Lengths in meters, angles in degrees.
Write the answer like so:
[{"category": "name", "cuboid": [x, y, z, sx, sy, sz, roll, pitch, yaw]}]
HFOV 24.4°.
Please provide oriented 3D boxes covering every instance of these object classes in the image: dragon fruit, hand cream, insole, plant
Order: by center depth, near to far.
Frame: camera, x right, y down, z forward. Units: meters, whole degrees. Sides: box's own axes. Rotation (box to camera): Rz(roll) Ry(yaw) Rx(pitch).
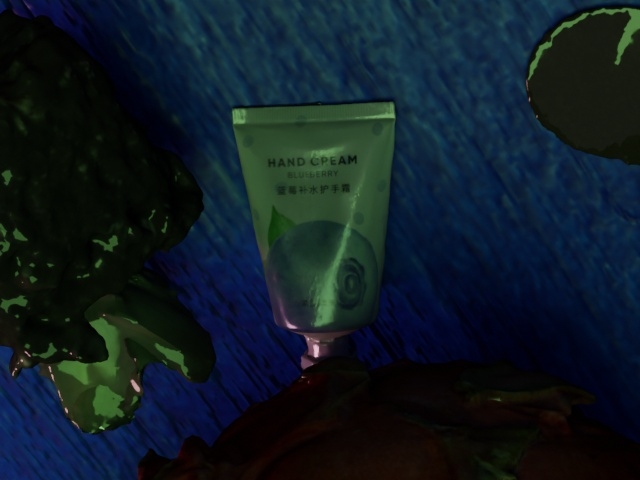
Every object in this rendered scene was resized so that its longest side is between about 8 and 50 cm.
[{"category": "dragon fruit", "cuboid": [0.041, 0.189, 0.716, 0.342, 0.277, 0.277, -7, 117, -9]}, {"category": "plant", "cuboid": [-0.137, -0.002, 0.722, 0.142, 0.131, 0.203, 0, 134, 39]}, {"category": "insole", "cuboid": [0.262, -0.050, 0.733, 0.328, 0.007, 0.111, 14, 116, -2]}, {"category": "hand cream", "cuboid": [0.000, 0.000, 0.766, 0.084, 0.053, 0.142, -2, 106, 8]}]
